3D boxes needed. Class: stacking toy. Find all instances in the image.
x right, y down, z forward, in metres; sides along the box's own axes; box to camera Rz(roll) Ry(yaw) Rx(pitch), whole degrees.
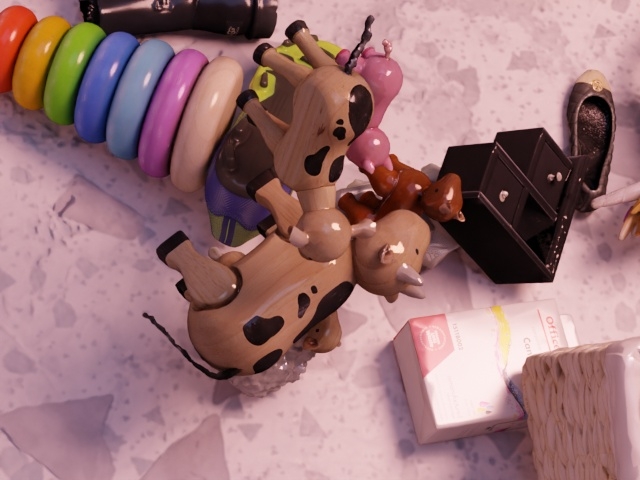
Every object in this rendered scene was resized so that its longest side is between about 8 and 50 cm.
[{"bbox_3d":[-0.251,-0.162,1.551,0.330,0.141,0.141,19,64,2],"label":"stacking toy"}]

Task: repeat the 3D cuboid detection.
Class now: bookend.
[{"bbox_3d":[0.190,-0.061,1.591,0.156,0.072,0.157,45,55,-39],"label":"bookend"}]

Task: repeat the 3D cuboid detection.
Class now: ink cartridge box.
[{"bbox_3d":[0.184,0.126,1.557,0.198,0.067,0.115,-8,70,-17],"label":"ink cartridge box"}]

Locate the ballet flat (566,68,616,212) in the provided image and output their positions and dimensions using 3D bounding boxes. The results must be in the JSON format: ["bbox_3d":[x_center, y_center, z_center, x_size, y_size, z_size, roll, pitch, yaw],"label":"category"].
[{"bbox_3d":[0.297,-0.110,1.696,0.057,0.049,0.173,11,65,-10],"label":"ballet flat"}]

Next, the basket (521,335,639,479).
[{"bbox_3d":[0.377,0.236,1.411,0.331,0.266,0.328,-6,86,-16],"label":"basket"}]

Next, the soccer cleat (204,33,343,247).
[{"bbox_3d":[-0.045,-0.106,1.590,0.093,0.121,0.289,25,43,4],"label":"soccer cleat"}]

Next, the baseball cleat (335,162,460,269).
[{"bbox_3d":[0.069,-0.016,1.589,0.206,0.072,0.109,-16,78,-16],"label":"baseball cleat"}]

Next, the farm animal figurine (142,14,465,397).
[{"bbox_3d":[0.000,0.000,1.375,0.327,0.330,0.172,-45,60,3],"label":"farm animal figurine"}]

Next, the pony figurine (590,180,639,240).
[{"bbox_3d":[0.491,-0.114,1.647,0.351,0.303,0.363,13,58,15],"label":"pony figurine"}]

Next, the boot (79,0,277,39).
[{"bbox_3d":[-0.156,-0.325,1.652,0.207,0.094,0.246,1,73,-17],"label":"boot"}]
